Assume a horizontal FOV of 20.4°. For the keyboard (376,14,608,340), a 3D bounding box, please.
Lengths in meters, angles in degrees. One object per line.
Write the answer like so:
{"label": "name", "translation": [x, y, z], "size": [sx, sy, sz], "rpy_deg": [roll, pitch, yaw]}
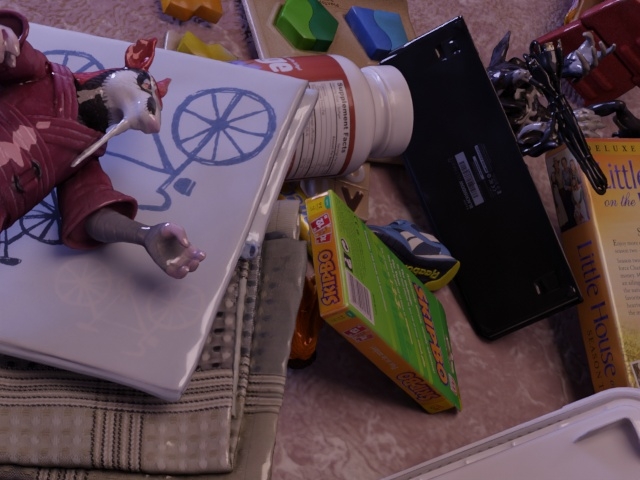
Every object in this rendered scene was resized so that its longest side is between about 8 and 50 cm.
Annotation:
{"label": "keyboard", "translation": [0.188, -0.078, 1.781], "size": [0.033, 0.201, 0.317], "rpy_deg": [-4, 71, -64]}

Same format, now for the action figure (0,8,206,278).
{"label": "action figure", "translation": [-0.269, -0.047, 1.430], "size": [0.370, 0.276, 0.248], "rpy_deg": [-34, 108, -31]}

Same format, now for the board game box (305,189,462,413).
{"label": "board game box", "translation": [0.063, 0.066, 1.651], "size": [0.259, 0.039, 0.124], "rpy_deg": [41, 34, -50]}

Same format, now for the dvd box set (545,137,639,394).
{"label": "dvd box set", "translation": [0.403, 0.100, 1.832], "size": [0.307, 0.062, 0.420], "rpy_deg": [-2, 74, -33]}

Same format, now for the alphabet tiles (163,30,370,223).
{"label": "alphabet tiles", "translation": [-0.056, -0.100, 1.793], "size": [0.237, 0.009, 0.198], "rpy_deg": [18, 50, -20]}

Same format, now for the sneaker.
{"label": "sneaker", "translation": [0.072, 0.009, 1.755], "size": [0.144, 0.053, 0.059], "rpy_deg": [19, 31, -43]}

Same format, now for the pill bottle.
{"label": "pill bottle", "translation": [-0.026, -0.117, 1.713], "size": [0.216, 0.121, 0.121], "rpy_deg": [-7, 62, -25]}

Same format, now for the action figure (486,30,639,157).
{"label": "action figure", "translation": [0.272, -0.147, 1.947], "size": [0.276, 0.141, 0.164], "rpy_deg": [22, 60, -20]}

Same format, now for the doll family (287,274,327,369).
{"label": "doll family", "translation": [-0.087, 0.045, 1.589], "size": [0.263, 0.118, 0.163], "rpy_deg": [1, 56, -30]}

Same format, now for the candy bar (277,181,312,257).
{"label": "candy bar", "translation": [0.000, 0.000, 1.740], "size": [0.040, 0.018, 0.161], "rpy_deg": [-28, 80, -40]}

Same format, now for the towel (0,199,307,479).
{"label": "towel", "translation": [-0.177, 0.063, 1.481], "size": [0.324, 0.056, 0.312], "rpy_deg": [4, 52, 1]}

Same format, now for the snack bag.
{"label": "snack bag", "translation": [-0.200, -0.033, 1.506], "size": [0.323, 0.037, 0.342], "rpy_deg": [13, 59, 11]}

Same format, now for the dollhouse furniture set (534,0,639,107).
{"label": "dollhouse furniture set", "translation": [0.437, -0.188, 2.104], "size": [0.374, 0.152, 0.201], "rpy_deg": [46, 43, -19]}

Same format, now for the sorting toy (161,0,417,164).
{"label": "sorting toy", "translation": [-0.009, -0.191, 1.854], "size": [0.307, 0.041, 0.229], "rpy_deg": [5, 56, -30]}

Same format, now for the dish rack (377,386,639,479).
{"label": "dish rack", "translation": [0.189, 0.286, 1.498], "size": [0.333, 0.072, 0.285], "rpy_deg": [-21, 67, 0]}
